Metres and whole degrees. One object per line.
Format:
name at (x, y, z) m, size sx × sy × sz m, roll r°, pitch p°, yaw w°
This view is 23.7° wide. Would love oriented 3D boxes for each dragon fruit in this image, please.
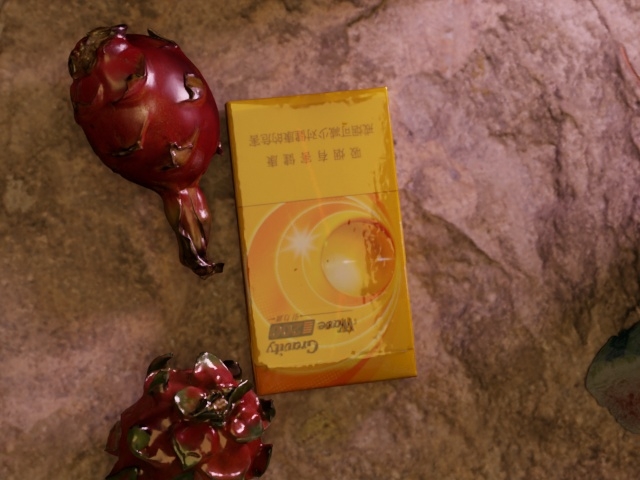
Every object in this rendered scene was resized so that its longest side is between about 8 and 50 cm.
dragon fruit at (-0.128, 0.204, 1.346) m, size 0.137 × 0.135 × 0.236 m, roll 27°, pitch 109°, yaw -4°
dragon fruit at (-0.141, -0.076, 1.344) m, size 0.125 × 0.125 × 0.246 m, roll -26°, pitch 104°, yaw -24°

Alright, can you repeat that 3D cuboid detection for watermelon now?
watermelon at (0.342, 0.107, 1.424) m, size 0.180 × 0.081 × 0.094 m, roll -46°, pitch 120°, yaw 2°

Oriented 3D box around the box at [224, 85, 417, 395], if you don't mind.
box at (0.000, 0.000, 1.391) m, size 0.152 × 0.043 × 0.269 m, roll -7°, pitch 90°, yaw -5°
